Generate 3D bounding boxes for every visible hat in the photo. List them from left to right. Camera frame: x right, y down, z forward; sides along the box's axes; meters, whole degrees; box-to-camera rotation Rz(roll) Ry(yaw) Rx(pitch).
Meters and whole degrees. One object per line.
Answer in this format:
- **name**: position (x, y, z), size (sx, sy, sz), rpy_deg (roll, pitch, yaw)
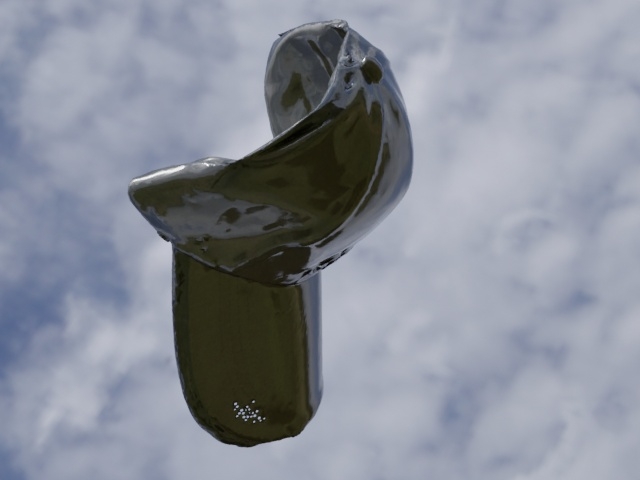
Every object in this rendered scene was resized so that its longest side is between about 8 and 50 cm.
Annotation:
- **hat**: position (0.000, 0.000, 0.714), size (0.147, 0.085, 0.175), rpy_deg (-59, -32, -50)
